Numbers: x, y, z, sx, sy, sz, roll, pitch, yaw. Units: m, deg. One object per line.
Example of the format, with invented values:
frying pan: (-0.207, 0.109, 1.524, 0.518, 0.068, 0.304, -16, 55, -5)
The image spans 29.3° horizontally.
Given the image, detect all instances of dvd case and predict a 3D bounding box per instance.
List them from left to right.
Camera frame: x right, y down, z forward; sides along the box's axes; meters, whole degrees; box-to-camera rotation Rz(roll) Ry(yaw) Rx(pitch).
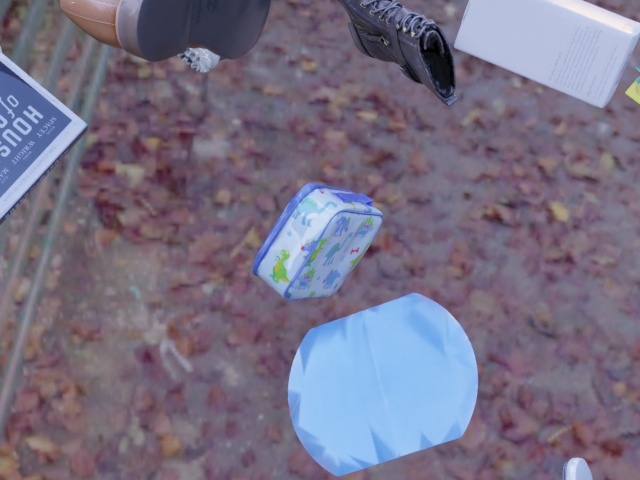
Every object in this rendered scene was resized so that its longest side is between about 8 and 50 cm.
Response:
dvd case: (-0.413, -0.141, 1.388, 0.238, 0.029, 0.179, 39, 72, -1)

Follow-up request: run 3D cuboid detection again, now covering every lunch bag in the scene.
lunch bag: (0.000, 0.000, 1.858, 0.090, 0.176, 0.219, 38, 14, 19)

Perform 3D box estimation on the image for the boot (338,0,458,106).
boot: (0.103, -0.331, 1.762, 0.091, 0.263, 0.229, -37, 35, -8)

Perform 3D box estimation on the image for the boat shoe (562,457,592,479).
boat shoe: (0.281, 0.308, 1.370, 0.040, 0.142, 0.049, 2, 22, 34)

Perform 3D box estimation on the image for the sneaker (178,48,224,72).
sneaker: (-0.179, -0.347, 1.667, 0.146, 0.102, 0.293, -34, 59, -17)

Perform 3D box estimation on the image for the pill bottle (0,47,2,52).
pill bottle: (-0.504, -0.154, 1.706, 0.146, 0.146, 0.264, -7, 71, -15)

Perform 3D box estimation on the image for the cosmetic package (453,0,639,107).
cosmetic package: (0.317, -0.286, 1.712, 0.231, 0.117, 0.085, 27, 29, 13)

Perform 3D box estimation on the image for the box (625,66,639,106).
box: (0.446, -0.144, 1.496, 0.179, 0.043, 0.105, 32, 12, -44)

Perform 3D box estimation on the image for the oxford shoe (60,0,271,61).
oxford shoe: (-0.095, -0.164, 0.821, 0.076, 0.076, 0.212, 18, 16, 20)

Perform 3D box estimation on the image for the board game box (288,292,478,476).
board game box: (0.055, 0.125, 1.048, 0.168, 0.033, 0.133, -21, 65, 14)
